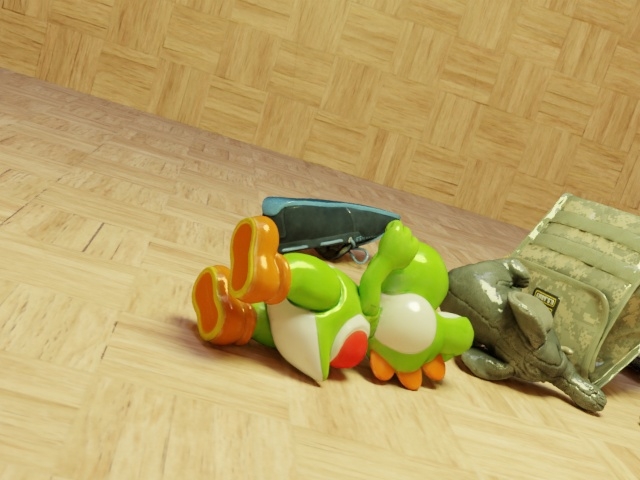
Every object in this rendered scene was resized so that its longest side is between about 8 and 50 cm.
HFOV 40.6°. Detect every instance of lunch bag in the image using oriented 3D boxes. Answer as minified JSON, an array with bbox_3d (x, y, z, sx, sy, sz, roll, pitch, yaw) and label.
[{"bbox_3d":[0.420,0.087,1.399,0.235,0.287,0.169,27,-22,50],"label":"lunch bag"}]

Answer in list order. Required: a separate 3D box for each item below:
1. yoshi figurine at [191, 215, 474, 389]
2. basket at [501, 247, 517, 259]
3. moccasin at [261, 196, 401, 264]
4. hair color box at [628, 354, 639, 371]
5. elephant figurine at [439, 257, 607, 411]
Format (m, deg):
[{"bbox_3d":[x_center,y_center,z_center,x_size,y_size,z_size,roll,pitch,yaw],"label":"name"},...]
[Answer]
[{"bbox_3d":[0.033,0.060,1.097,0.362,0.203,0.203,15,4,-30],"label":"yoshi figurine"},{"bbox_3d":[0.484,0.040,1.855,0.223,0.213,0.299,23,12,23],"label":"basket"},{"bbox_3d":[0.013,-0.019,1.669,0.342,0.117,0.138,3,6,-39],"label":"moccasin"},{"bbox_3d":[0.615,0.152,1.559,0.347,0.174,0.105,30,-9,48],"label":"hair color box"},{"bbox_3d":[0.283,0.137,1.256,0.186,0.169,0.239,-14,37,-13],"label":"elephant figurine"}]
